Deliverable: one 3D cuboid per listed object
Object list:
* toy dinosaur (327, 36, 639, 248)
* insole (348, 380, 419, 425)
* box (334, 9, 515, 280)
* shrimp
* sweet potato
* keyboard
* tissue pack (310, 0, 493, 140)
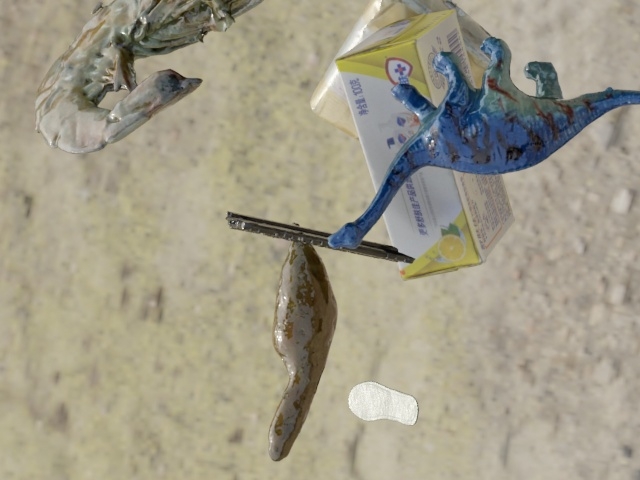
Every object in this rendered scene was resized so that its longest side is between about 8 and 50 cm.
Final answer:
[{"bbox_3d":[0.141,-0.106,1.351,0.329,0.076,0.144,-19,62,-3],"label":"toy dinosaur"},{"bbox_3d":[0.077,0.205,2.011,0.152,0.002,0.053,8,97,57],"label":"insole"},{"bbox_3d":[0.121,-0.109,1.791,0.097,0.168,0.265,-12,106,25],"label":"box"},{"bbox_3d":[-0.197,-0.213,1.864,0.360,0.085,0.247,-23,42,27],"label":"shrimp"},{"bbox_3d":[-0.020,0.117,1.827,0.074,0.074,0.270,-2,81,50],"label":"sweet potato"},{"bbox_3d":[0.000,0.000,1.649,0.060,0.195,0.018,-158,80,-68],"label":"keyboard"},{"bbox_3d":[0.109,-0.207,2.026,0.186,0.090,0.222,37,131,2],"label":"tissue pack"}]
